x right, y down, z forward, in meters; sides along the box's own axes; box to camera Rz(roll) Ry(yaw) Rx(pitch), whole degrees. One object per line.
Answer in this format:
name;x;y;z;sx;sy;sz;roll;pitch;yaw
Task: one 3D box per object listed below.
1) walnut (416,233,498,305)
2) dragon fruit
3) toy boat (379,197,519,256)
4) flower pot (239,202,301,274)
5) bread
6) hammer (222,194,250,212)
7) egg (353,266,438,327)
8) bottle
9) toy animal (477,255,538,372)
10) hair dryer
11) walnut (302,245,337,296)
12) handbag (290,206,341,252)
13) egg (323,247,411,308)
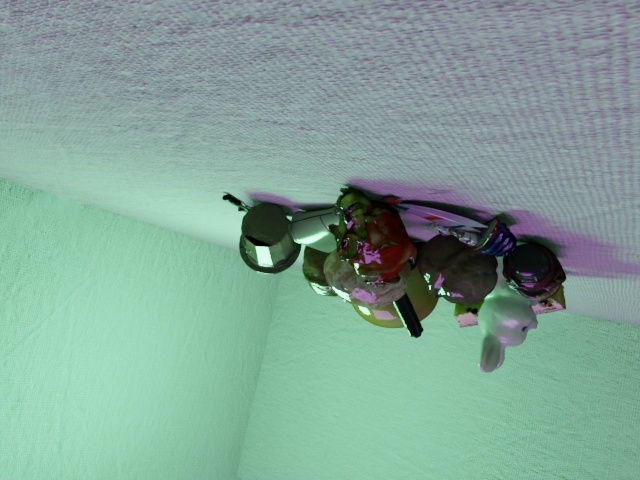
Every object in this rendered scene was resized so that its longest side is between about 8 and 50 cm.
walnut;0.366;0.073;1.390;0.224;0.224;0.224;12;173;2
dragon fruit;0.109;0.002;1.241;0.198;0.200;0.269;2;167;36
toy boat;0.307;-0.044;1.181;0.318;0.072;0.219;26;170;-25
flower pot;-0.171;-0.014;1.656;0.212;0.212;0.202;11;166;6
bread;0.634;0.201;1.774;0.361;0.138;0.077;-19;118;35
hammer;-0.258;-0.114;1.674;0.078;0.021;0.201;10;174;14
egg;0.306;0.216;2.180;0.374;0.301;0.301;11;173;-7
bottle;0.559;0.083;1.364;0.156;0.143;0.271;8;171;28
toy animal;0.543;0.218;1.620;0.241;0.368;0.196;-5;168;29
hair dryer;0.276;0.148;1.654;0.244;0.302;0.116;-25;-179;-32
walnut;0.072;0.080;1.836;0.283;0.227;0.283;-6;-149;4
handbag;0.080;-0.048;1.512;0.241;0.109;0.315;17;158;-41
egg;0.131;0.086;1.449;0.245;0.203;0.203;4;172;2
